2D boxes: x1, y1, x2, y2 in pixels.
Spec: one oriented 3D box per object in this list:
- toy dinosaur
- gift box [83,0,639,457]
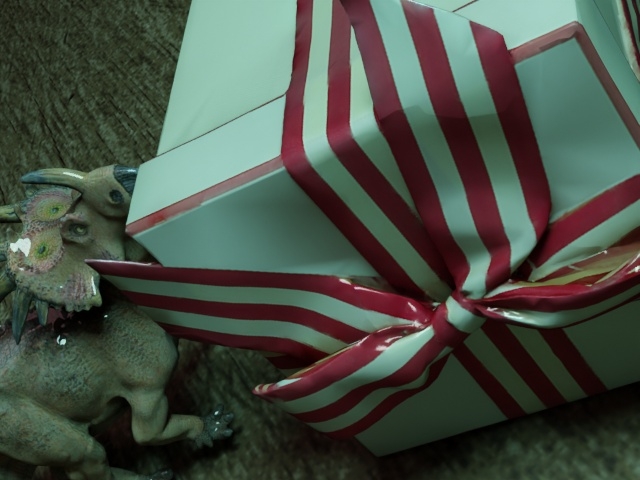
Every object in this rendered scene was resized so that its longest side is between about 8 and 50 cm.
[{"bbox_3d":[-0.165,0.075,0.660,0.295,0.200,0.127,-50,38,8],"label":"toy dinosaur"},{"bbox_3d":[0.048,-0.051,0.550,0.255,0.276,0.258,-27,40,29],"label":"gift box"}]
